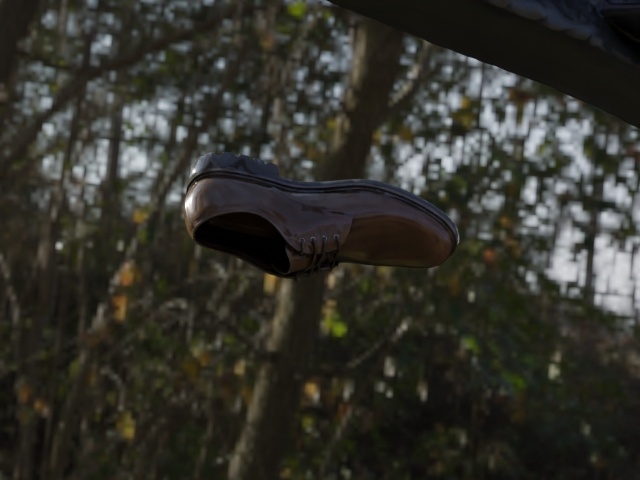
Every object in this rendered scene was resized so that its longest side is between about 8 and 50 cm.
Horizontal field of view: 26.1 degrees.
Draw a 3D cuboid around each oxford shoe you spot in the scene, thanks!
[{"bbox_3d":[0.000,0.000,1.118,0.227,0.096,0.082,8,-46,-4],"label":"oxford shoe"}]

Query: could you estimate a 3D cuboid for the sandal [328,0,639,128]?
[{"bbox_3d":[0.166,-0.108,0.498,0.446,0.167,0.107,9,-20,-30],"label":"sandal"}]
